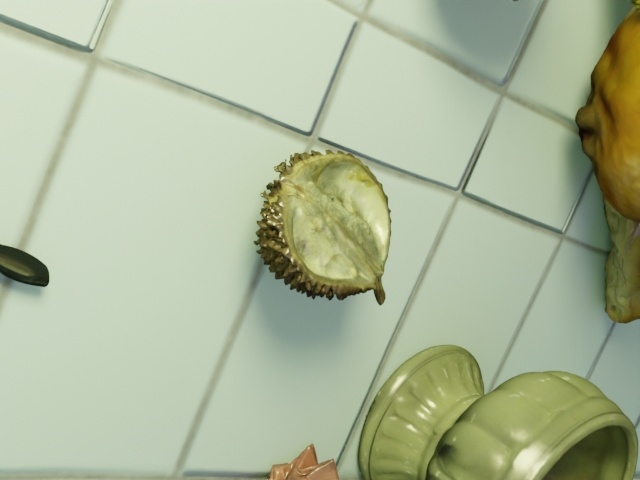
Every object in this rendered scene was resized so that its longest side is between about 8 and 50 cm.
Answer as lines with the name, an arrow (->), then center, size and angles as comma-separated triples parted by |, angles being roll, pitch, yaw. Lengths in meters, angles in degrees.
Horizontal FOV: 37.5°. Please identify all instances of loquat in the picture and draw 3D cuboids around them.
loquat -> 0.463, -0.153, 1.089 | 0.328, 0.328, 0.328 | -21, 125, -34

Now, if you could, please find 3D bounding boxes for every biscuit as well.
biscuit -> 0.480, -0.019, 1.341 | 0.213, 0.091, 0.274 | -38, 131, -19

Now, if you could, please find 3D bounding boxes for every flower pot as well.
flower pot -> 0.200, 0.272, 1.129 | 0.307, 0.244, 0.307 | -22, 127, -32

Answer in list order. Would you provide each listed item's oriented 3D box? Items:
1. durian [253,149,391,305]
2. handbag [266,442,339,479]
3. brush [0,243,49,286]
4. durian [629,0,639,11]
durian -> 0.000, 0.000, 0.898 | 0.188, 0.091, 0.148 | 47, 52, -26
handbag -> -0.066, 0.340, 1.051 | 0.212, 0.059, 0.157 | -30, 130, -27
brush -> -0.276, -0.006, 0.697 | 0.193, 0.016, 0.063 | 33, 89, -47
durian -> 0.425, -0.415, 1.005 | 0.158, 0.169, 0.351 | 5, 123, -45
